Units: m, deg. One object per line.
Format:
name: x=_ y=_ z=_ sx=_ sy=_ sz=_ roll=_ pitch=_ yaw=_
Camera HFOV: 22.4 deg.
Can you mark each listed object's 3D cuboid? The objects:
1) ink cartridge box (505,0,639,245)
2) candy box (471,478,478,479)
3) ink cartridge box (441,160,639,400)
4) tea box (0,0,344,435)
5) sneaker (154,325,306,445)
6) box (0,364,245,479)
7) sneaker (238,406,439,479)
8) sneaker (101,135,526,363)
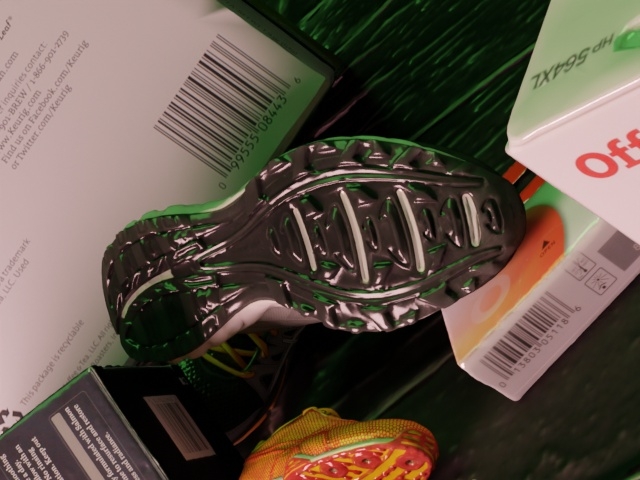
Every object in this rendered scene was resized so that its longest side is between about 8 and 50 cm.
ink cartridge box: x=0.183 y=-0.030 z=0.491 sx=0.148 sy=0.203 sz=0.086 roll=-26 pitch=37 yaw=53
candy box: x=0.113 y=0.148 z=0.523 sx=0.053 sy=0.109 sz=0.186 roll=-58 pitch=21 yaw=-4
ink cartridge box: x=0.117 y=-0.022 z=0.844 sx=0.145 sy=0.045 sz=0.179 roll=-49 pitch=25 yaw=19
tea box: x=-0.164 y=-0.051 z=1.140 sx=0.329 sy=0.220 sz=0.323 roll=-54 pitch=4 yaw=9
sneaker: x=-0.041 y=0.038 z=1.020 sx=0.215 sy=0.084 sz=0.083 roll=-62 pitch=0 yaw=-13
box: x=-0.139 y=0.152 z=0.920 sx=0.158 sy=0.093 sz=0.156 roll=-37 pitch=-11 yaw=8
sneaker: x=0.003 y=0.114 z=0.870 sx=0.175 sy=0.064 sz=0.067 roll=-26 pitch=41 yaw=53
sneaker: x=0.000 y=0.000 z=0.874 sx=0.271 sy=0.108 sz=0.100 roll=-12 pitch=92 yaw=42
